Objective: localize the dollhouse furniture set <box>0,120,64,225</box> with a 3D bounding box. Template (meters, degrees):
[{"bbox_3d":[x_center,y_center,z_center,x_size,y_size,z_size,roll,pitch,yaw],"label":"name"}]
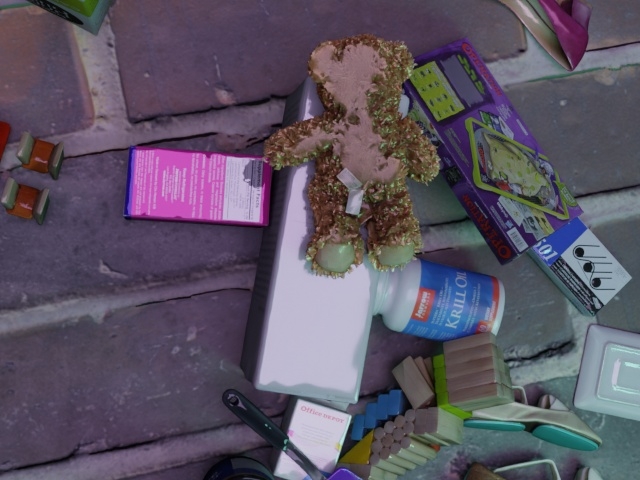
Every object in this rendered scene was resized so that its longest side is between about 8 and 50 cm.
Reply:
[{"bbox_3d":[-0.545,-0.069,1.608,0.262,0.135,0.259,16,76,-8],"label":"dollhouse furniture set"}]

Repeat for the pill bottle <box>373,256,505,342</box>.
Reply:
[{"bbox_3d":[0.171,0.094,1.695,0.221,0.124,0.124,13,88,-8],"label":"pill bottle"}]

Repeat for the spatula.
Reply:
[{"bbox_3d":[-0.038,0.328,1.617,0.296,0.030,0.084,43,90,-6],"label":"spatula"}]

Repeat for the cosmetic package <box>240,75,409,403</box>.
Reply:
[{"bbox_3d":[0.000,0.000,1.618,0.161,0.230,0.453,10,89,-9],"label":"cosmetic package"}]

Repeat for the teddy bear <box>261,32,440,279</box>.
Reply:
[{"bbox_3d":[0.050,-0.112,1.471,0.245,0.113,0.338,-21,101,-2],"label":"teddy bear"}]

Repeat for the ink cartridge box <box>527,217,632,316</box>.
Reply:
[{"bbox_3d":[0.413,0.020,1.771,0.097,0.046,0.207,-43,95,-8],"label":"ink cartridge box"}]

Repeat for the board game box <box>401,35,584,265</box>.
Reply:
[{"bbox_3d":[0.257,-0.147,1.670,0.208,0.056,0.347,-28,83,-39],"label":"board game box"}]

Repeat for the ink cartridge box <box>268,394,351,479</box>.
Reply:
[{"bbox_3d":[-0.015,0.307,1.683,0.092,0.090,0.143,19,87,-8],"label":"ink cartridge box"}]

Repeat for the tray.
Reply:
[{"bbox_3d":[0.572,0.239,1.802,0.270,0.030,0.145,12,87,-8],"label":"tray"}]

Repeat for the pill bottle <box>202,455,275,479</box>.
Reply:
[{"bbox_3d":[-0.121,0.394,1.601,0.122,0.219,0.123,0,89,-9],"label":"pill bottle"}]

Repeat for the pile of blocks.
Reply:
[{"bbox_3d":[0.163,0.285,1.701,0.362,0.149,0.112,-40,140,15],"label":"pile of blocks"}]

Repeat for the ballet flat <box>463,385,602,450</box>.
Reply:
[{"bbox_3d":[0.347,0.283,1.748,0.248,0.086,0.086,13,88,-7],"label":"ballet flat"}]

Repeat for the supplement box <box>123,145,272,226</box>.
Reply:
[{"bbox_3d":[-0.190,-0.080,1.649,0.220,0.111,0.114,5,88,-9],"label":"supplement box"}]

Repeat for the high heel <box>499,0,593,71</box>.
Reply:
[{"bbox_3d":[0.334,-0.371,1.746,0.244,0.082,0.117,21,76,-21],"label":"high heel"}]

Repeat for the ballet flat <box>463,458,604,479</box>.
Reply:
[{"bbox_3d":[0.391,0.426,1.747,0.342,0.116,0.124,10,69,-4],"label":"ballet flat"}]

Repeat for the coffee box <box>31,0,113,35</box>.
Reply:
[{"bbox_3d":[-0.407,-0.535,1.508,0.337,0.334,0.338,26,88,-9],"label":"coffee box"}]
